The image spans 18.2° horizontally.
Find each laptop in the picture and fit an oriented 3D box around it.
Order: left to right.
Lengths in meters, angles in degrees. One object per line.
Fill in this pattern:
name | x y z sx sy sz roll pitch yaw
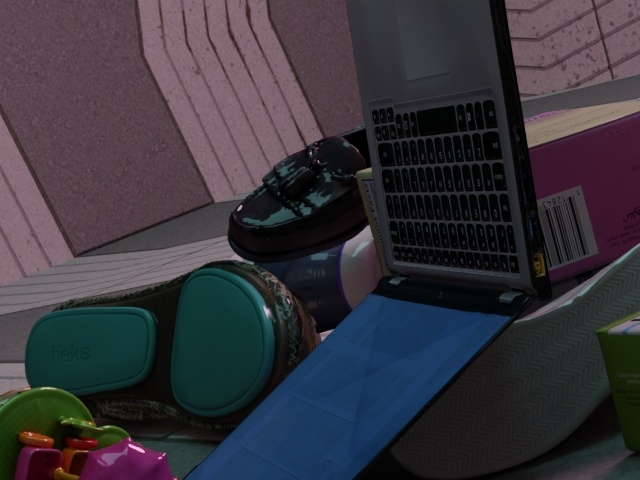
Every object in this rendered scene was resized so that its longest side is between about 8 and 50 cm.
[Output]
laptop | 0.000 0.000 1.538 0.236 0.408 0.382 -10 4 -14

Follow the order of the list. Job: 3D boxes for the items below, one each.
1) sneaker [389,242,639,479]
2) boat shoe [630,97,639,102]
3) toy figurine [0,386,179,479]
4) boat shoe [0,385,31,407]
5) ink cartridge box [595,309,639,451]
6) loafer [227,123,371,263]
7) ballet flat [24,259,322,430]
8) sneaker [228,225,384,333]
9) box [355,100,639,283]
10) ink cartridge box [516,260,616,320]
sneaker | 0.171 0.110 1.571 0.292 0.108 0.169 -29 -10 -14
boat shoe | 0.496 -0.159 2.847 0.102 0.108 0.301 -18 0 -8
toy figurine | -0.170 0.200 1.629 0.159 0.130 0.173 11 0 45
boat shoe | -0.331 0.187 2.125 0.059 0.063 0.170 -18 4 30
ink cartridge box | 0.349 0.076 1.372 0.188 0.097 0.255 -20 8 -33
loafer | 0.039 -0.079 1.906 0.302 0.095 0.109 -25 44 -23
ballet flat | -0.110 0.111 1.971 0.182 0.164 0.482 11 -11 -35
sneaker | 0.017 0.035 2.150 0.236 0.130 0.322 -9 2 29
box | 0.184 -0.037 1.754 0.213 0.117 0.243 -19 8 -22
ink cartridge box | 0.213 0.066 1.744 0.219 0.093 0.160 -17 8 -2
